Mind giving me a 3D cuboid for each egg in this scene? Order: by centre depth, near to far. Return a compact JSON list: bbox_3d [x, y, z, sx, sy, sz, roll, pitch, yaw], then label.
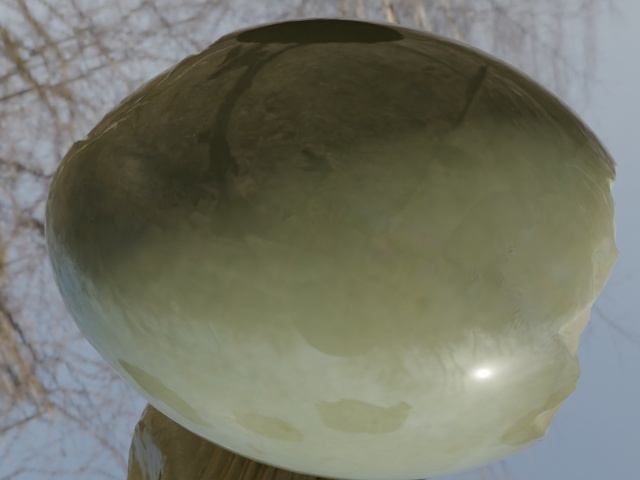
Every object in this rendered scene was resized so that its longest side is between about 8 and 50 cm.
[{"bbox_3d":[0.000,0.000,0.769,0.336,0.278,0.278,15,-144,6],"label":"egg"}]

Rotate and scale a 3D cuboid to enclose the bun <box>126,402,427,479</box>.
[{"bbox_3d":[-0.048,0.298,1.374,0.352,0.227,0.349,19,-140,1],"label":"bun"}]
